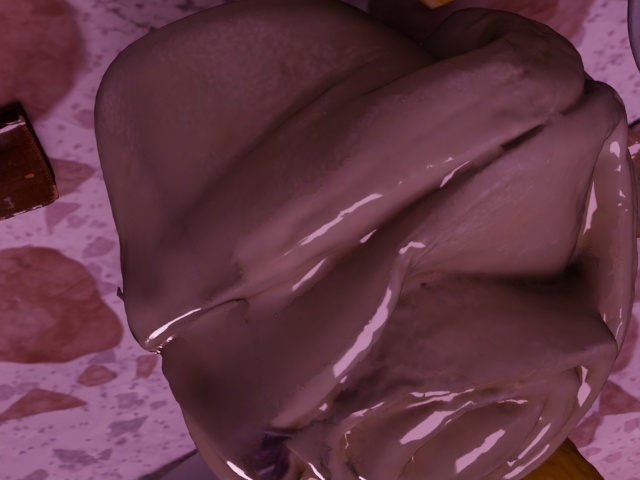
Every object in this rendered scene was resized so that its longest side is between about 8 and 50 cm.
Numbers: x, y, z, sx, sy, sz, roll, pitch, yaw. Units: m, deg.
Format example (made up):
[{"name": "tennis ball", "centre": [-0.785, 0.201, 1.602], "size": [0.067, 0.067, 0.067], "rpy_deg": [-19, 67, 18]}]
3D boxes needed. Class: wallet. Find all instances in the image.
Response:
[{"name": "wallet", "centre": [-0.287, -0.038, 1.143], "size": [0.176, 0.026, 0.095], "rpy_deg": [-19, 135, -1]}]

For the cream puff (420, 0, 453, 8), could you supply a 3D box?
[{"name": "cream puff", "centre": [0.068, -0.251, 0.863], "size": [0.291, 0.257, 0.324], "rpy_deg": [-6, 139, -9]}]

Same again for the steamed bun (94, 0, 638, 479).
[{"name": "steamed bun", "centre": [0.037, 0.041, 0.988], "size": [0.342, 0.255, 0.368], "rpy_deg": [-9, 140, 0]}]

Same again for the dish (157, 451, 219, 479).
[{"name": "dish", "centre": [-0.087, 0.319, 1.549], "size": [0.154, 0.064, 0.234], "rpy_deg": [-38, 126, 5]}]

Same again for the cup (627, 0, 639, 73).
[{"name": "cup", "centre": [0.341, -0.244, 1.042], "size": [0.347, 0.163, 0.347], "rpy_deg": [-11, 139, -9]}]

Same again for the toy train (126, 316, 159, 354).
[{"name": "toy train", "centre": [0.000, 0.000, 1.223], "size": [0.326, 0.129, 0.159], "rpy_deg": [-33, 144, 16]}]

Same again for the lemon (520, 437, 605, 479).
[{"name": "lemon", "centre": [0.143, 0.333, 1.504], "size": [0.349, 0.387, 0.350], "rpy_deg": [21, 141, 18]}]

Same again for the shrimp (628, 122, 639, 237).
[{"name": "shrimp", "centre": [0.329, -0.056, 1.352], "size": [0.223, 0.047, 0.126], "rpy_deg": [-2, 128, -18]}]
